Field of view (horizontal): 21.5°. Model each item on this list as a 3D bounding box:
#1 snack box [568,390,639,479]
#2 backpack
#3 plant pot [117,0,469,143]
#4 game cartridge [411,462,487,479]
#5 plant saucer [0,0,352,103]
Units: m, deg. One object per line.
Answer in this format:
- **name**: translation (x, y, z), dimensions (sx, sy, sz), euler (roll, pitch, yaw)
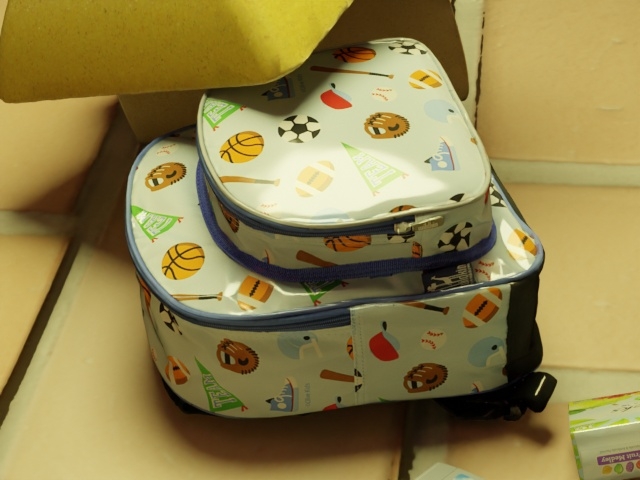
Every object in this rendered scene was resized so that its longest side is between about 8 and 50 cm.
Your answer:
- **snack box**: translation (0.226, 0.113, 1.039), dimensions (0.141, 0.037, 0.100), euler (-11, 5, 8)
- **backpack**: translation (0.000, 0.000, 1.145), dimensions (0.263, 0.213, 0.276), euler (-16, 37, -4)
- **plant pot**: translation (-0.049, -0.190, 1.422), dimensions (0.274, 0.256, 0.256), euler (-21, 35, -2)
- **game cartridge**: translation (0.088, 0.168, 1.041), dimensions (0.083, 0.017, 0.056), euler (26, 38, 35)
- **plant saucer**: translation (-0.070, -0.244, 1.238), dimensions (0.333, 0.081, 0.333), euler (1, 46, 45)
